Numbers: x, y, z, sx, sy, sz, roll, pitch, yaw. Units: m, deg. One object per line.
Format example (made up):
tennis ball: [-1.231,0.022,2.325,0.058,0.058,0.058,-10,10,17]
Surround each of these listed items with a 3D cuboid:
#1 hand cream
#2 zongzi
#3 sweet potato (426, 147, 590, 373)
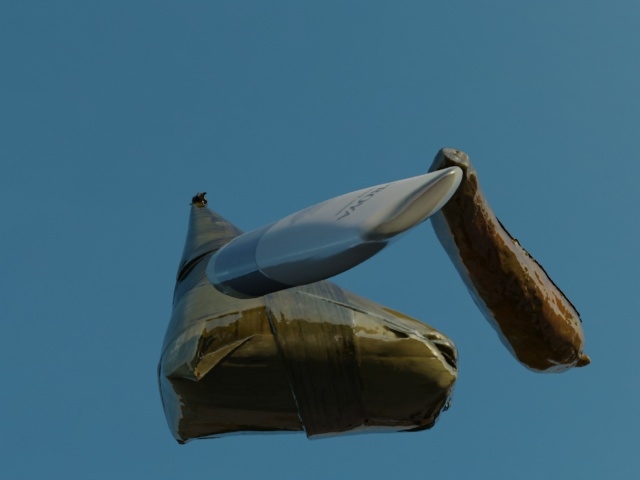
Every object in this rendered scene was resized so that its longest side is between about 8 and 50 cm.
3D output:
hand cream: [0.000,0.000,0.959,0.079,0.255,0.048,-40,-81,-28]
zongzi: [-0.006,0.052,1.168,0.221,0.242,0.112,3,-51,-1]
sweet potato: [0.157,0.023,1.334,0.075,0.075,0.273,-37,-60,-1]
